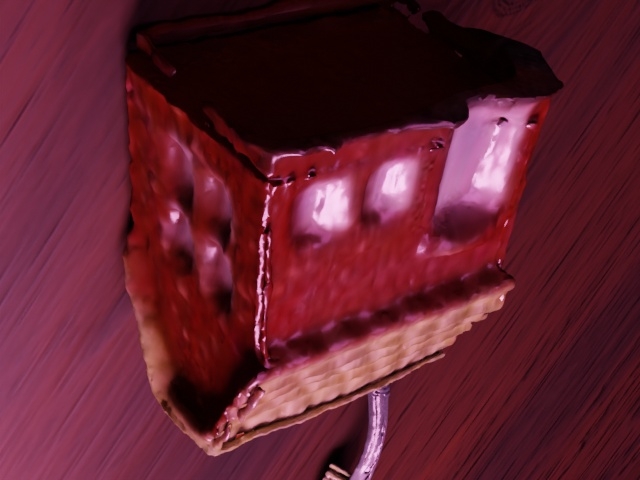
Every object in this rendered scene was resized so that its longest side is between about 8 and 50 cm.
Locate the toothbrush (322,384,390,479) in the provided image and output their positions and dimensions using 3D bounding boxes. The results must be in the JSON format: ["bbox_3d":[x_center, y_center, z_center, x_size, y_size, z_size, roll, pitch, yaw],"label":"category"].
[{"bbox_3d":[0.058,0.059,0.950,0.035,0.042,0.413,-56,165,-64],"label":"toothbrush"}]

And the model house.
[{"bbox_3d":[0.000,0.000,0.749,0.196,0.160,0.254,-18,134,-33],"label":"model house"}]
